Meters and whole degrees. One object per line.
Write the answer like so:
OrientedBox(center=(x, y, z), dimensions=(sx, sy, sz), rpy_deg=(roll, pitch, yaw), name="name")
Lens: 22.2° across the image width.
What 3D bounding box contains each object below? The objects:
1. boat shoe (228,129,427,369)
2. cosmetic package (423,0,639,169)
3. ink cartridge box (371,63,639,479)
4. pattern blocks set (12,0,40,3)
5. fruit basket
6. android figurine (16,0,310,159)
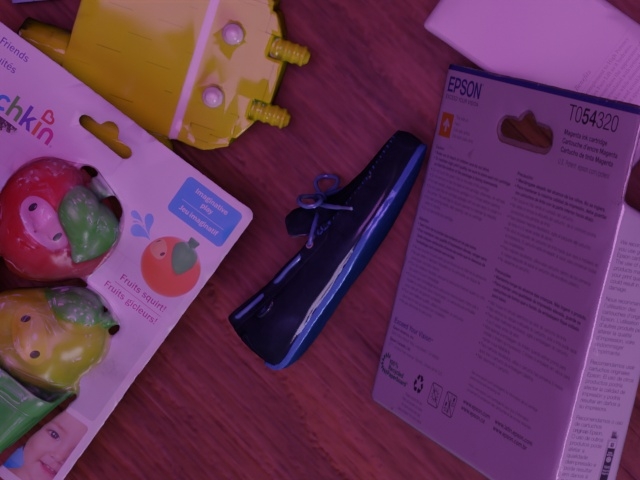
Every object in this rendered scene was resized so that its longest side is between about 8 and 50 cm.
OrientedBox(center=(0.000, 0.000, 1.515), dimensions=(0.089, 0.109, 0.258), rpy_deg=(36, 97, 10), name="boat shoe")
OrientedBox(center=(0.220, -0.172, 1.479), dimensions=(0.231, 0.085, 0.117), rpy_deg=(38, 99, 6), name="cosmetic package")
OrientedBox(center=(0.171, 0.031, 1.393), dimensions=(0.071, 0.324, 0.330), rpy_deg=(11, 98, -25), name="ink cartridge box")
OrientedBox(center=(-0.233, -0.396, 1.555), dimensions=(0.285, 0.026, 0.324), rpy_deg=(-15, 93, 9), name="pattern blocks set")
OrientedBox(center=(-0.291, 0.020, 1.518), dimensions=(0.327, 0.165, 0.353), rpy_deg=(38, 106, 4), name="fruit basket")
OrientedBox(center=(-0.146, -0.186, 1.535), dimensions=(0.273, 0.056, 0.248), rpy_deg=(21, 103, 4), name="android figurine")
